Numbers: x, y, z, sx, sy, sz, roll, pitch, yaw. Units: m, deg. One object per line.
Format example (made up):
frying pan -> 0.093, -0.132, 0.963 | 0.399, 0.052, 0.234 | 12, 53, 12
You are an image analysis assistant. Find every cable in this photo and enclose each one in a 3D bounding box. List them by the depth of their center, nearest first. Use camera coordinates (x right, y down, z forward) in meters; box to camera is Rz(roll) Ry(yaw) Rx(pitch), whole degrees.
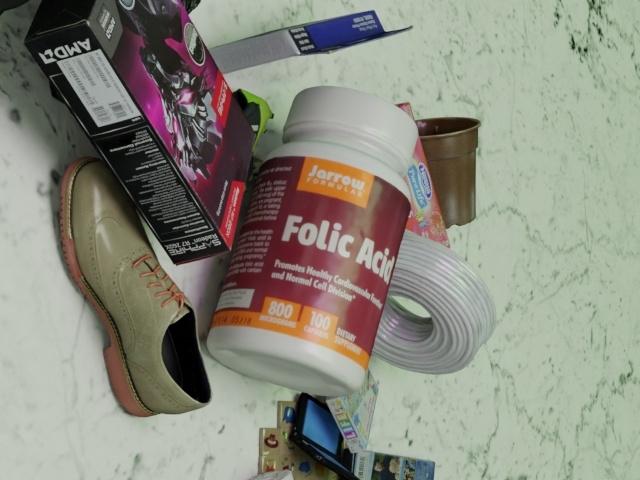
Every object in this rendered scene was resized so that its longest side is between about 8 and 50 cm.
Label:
cable -> 0.139, 0.097, 1.949 | 0.257, 0.257, 0.089 | 88, 27, -46

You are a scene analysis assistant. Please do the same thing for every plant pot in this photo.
plant pot -> 0.192, -0.111, 2.135 | 0.167, 0.167, 0.165 | -27, 114, -51

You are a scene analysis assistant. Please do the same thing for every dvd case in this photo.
dvd case -> 0.105, 0.433, 2.046 | 0.253, 0.022, 0.180 | 21, 72, -52

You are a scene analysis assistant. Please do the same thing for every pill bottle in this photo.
pill bottle -> 0.000, 0.000, 1.780 | 0.224, 0.224, 0.392 | 34, 65, -45

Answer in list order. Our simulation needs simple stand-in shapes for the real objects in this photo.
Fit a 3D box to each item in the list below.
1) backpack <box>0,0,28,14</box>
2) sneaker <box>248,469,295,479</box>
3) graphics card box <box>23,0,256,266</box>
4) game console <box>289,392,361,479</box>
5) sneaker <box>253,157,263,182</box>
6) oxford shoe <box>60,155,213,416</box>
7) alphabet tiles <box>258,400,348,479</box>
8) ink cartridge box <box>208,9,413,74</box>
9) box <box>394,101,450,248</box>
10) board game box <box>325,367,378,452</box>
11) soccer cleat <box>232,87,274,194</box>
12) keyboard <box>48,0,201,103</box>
backpack -> -0.375, -0.403, 1.408 | 0.253, 0.191, 0.225 | 46, 38, -28
sneaker -> -0.097, 0.427, 1.734 | 0.235, 0.094, 0.153 | -30, 103, -58
graphics card box -> -0.204, -0.178, 1.558 | 0.232, 0.094, 0.371 | -80, 150, -45
game console -> 0.016, 0.297, 1.907 | 0.071, 0.107, 0.122 | -55, 133, -4
sneaker -> -0.079, -0.094, 1.881 | 0.083, 0.032, 0.037 | 21, 85, -47
oxford shoe -> -0.217, 0.055, 1.593 | 0.123, 0.130, 0.348 | -37, 115, -48
alphabet tiles -> -0.014, 0.343, 1.924 | 0.237, 0.009, 0.198 | 12, 77, -51
ink cartridge box -> -0.018, -0.287, 1.820 | 0.223, 0.224, 0.045 | -26, 106, -52
box -> 0.097, -0.076, 2.022 | 0.123, 0.128, 0.256 | -35, 113, -48
board game box -> 0.050, 0.238, 1.963 | 0.154, 0.026, 0.103 | -72, 141, -59
soccer cleat -> -0.122, -0.133, 1.810 | 0.072, 0.060, 0.178 | 31, 58, -28
keyboard -> -0.249, -0.293, 1.679 | 0.201, 0.033, 0.317 | 29, 64, -42
